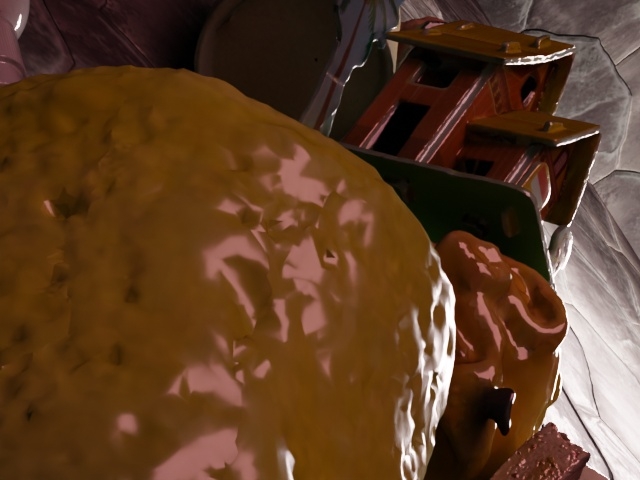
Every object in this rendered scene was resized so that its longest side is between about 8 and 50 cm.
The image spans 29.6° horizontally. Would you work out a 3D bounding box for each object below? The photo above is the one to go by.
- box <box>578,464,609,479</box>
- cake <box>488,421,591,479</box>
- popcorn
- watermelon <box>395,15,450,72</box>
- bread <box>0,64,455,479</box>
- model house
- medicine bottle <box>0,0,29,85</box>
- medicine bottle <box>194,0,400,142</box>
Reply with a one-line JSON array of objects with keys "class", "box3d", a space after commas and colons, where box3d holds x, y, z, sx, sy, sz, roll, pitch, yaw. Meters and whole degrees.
[{"class": "box", "box3d": [0.147, 0.298, 1.017, 0.071, 0.168, 0.259, 31, 30, 18]}, {"class": "cake", "box3d": [0.162, 0.197, 0.969, 0.052, 0.065, 0.121, 38, 36, 26]}, {"class": "popcorn", "box3d": [0.078, 0.128, 1.070, 0.316, 0.297, 0.281, 19, -8, -29]}, {"class": "watermelon", "box3d": [0.117, -0.168, 1.722, 0.283, 0.293, 0.250, 43, 46, -49]}, {"class": "bread", "box3d": [-0.099, 0.118, 0.620, 0.348, 0.348, 0.307, 41, 31, -30]}, {"class": "model house", "box3d": [0.152, -0.154, 1.242, 0.323, 0.300, 0.340, -53, 141, -30]}, {"class": "medicine bottle", "box3d": [-0.302, -0.213, 1.005, 0.110, 0.110, 0.351, 24, 36, -53]}, {"class": "medicine bottle", "box3d": [-0.015, -0.280, 1.547, 0.235, 0.236, 0.406, 47, 22, -18]}]
